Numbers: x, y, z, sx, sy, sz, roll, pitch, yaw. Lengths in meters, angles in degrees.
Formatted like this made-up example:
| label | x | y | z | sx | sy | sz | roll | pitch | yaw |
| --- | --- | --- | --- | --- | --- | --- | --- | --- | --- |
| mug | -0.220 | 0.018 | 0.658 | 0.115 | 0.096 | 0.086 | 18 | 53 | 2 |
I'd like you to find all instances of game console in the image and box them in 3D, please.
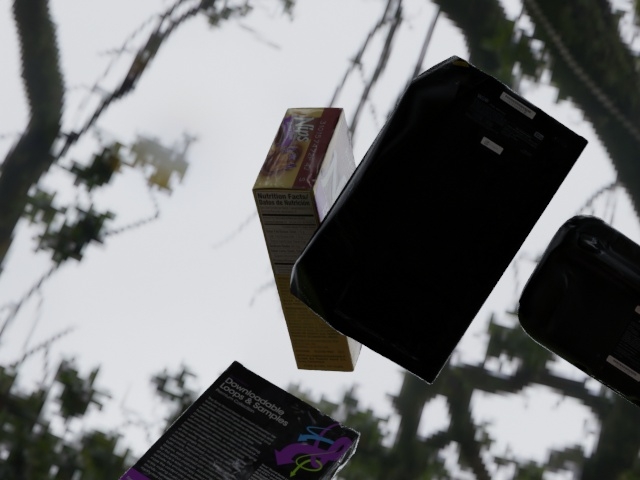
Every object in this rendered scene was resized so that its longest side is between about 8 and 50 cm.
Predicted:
| label | x | y | z | sx | sy | sz | roll | pitch | yaw |
| --- | --- | --- | --- | --- | --- | --- | --- | --- | --- |
| game console | 0.171 | 0.038 | 1.225 | 0.361 | 0.213 | 0.044 | 32 | 5 | -20 |

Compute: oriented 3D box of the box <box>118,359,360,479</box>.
| label | x | y | z | sx | sy | sz | roll | pitch | yaw |
| --- | --- | --- | --- | --- | --- | --- | --- | --- | --- |
| box | -0.061 | 0.168 | 1.199 | 0.116 | 0.162 | 0.029 | 30 | -43 | 17 |

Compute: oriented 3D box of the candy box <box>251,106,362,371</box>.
| label | x | y | z | sx | sy | sz | roll | pitch | yaw |
| --- | --- | --- | --- | --- | --- | --- | --- | --- | --- |
| candy box | 0.000 | 0.000 | 1.305 | 0.053 | 0.109 | 0.186 | 2 | -51 | 17 |
